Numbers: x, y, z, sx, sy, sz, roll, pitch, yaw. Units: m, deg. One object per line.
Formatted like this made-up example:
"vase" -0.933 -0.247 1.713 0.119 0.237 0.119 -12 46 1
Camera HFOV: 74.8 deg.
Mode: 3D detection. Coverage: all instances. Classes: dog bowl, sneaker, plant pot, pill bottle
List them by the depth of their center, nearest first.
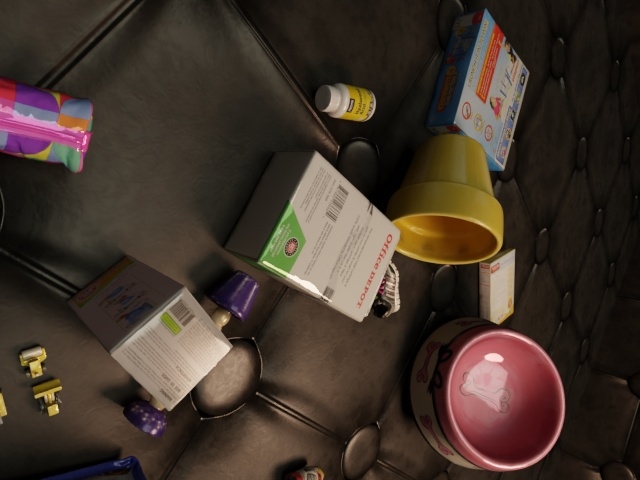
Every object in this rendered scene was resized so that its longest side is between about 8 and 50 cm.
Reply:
"pill bottle" 0.048 -0.271 0.821 0.116 0.065 0.065 -7 102 -40
"sneaker" -0.024 0.598 0.903 0.093 0.088 0.225 -7 103 -42
"plant pot" 0.286 -0.102 0.961 0.254 0.254 0.239 34 60 -40
"sneaker" 0.141 0.113 0.976 0.075 0.063 0.170 -38 126 -38
"dog bowl" 0.452 0.406 1.113 0.408 0.150 0.407 3 77 -11

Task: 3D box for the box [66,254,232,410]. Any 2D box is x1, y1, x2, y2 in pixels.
"box" -0.228 0.109 0.549 0.103 0.203 0.114 -45 126 -26

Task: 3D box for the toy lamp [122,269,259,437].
"toy lamp" -0.198 0.169 0.676 0.274 0.080 0.080 -54 128 -19

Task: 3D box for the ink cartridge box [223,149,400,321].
"ink cartridge box" 0.000 0.000 0.789 0.289 0.122 0.211 37 73 -40

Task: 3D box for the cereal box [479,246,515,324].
"cereal box" 0.592 0.159 1.402 0.173 0.047 0.240 -19 110 -39

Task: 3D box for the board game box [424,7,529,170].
"board game box" 0.434 -0.387 1.132 0.302 0.086 0.308 21 84 -42

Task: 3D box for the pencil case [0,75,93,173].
"pencil case" -0.374 -0.140 0.444 0.236 0.104 0.104 6 94 -43

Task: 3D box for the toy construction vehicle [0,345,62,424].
"toy construction vehicle" -0.384 0.193 0.538 0.086 0.035 0.098 -11 105 -40

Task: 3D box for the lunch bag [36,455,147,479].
"lunch bag" -0.378 0.475 0.447 0.385 0.239 0.327 15 88 -47
